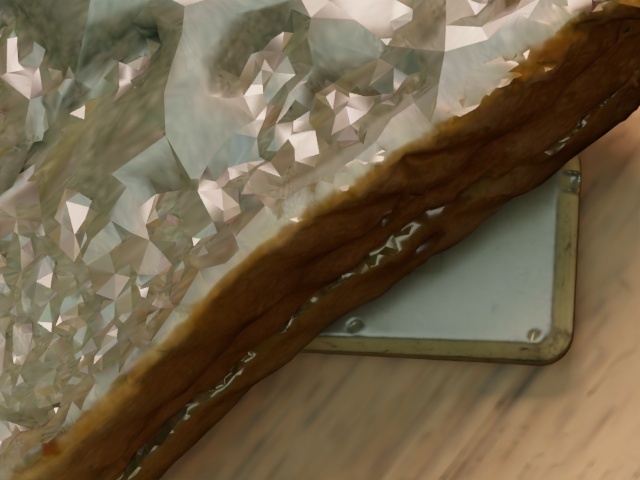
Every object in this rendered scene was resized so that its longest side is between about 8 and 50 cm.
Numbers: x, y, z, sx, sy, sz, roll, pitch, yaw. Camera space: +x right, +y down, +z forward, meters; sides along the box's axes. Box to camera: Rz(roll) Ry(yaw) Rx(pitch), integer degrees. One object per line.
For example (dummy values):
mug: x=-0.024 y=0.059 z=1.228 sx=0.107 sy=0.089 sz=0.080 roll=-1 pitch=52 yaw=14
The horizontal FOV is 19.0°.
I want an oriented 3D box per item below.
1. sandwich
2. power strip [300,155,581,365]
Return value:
sandwich: x=-0.088 y=-0.085 z=0.598 sx=0.271 sy=0.099 sz=0.301 roll=-39 pitch=72 yaw=1
power strip: x=0.000 y=0.000 z=0.629 sx=0.169 sy=0.028 sz=0.076 roll=3 pitch=83 yaw=11
